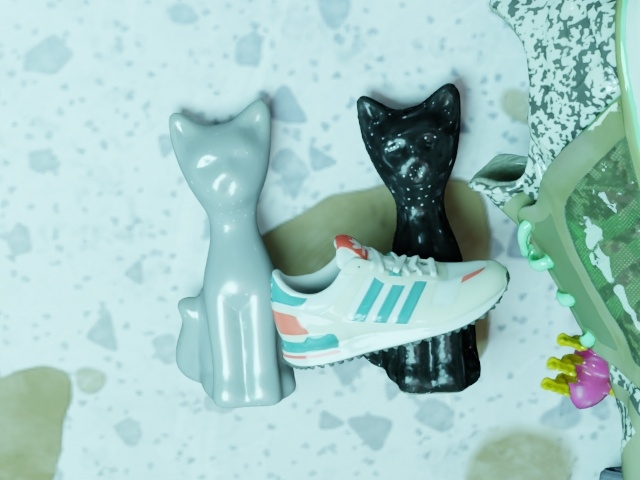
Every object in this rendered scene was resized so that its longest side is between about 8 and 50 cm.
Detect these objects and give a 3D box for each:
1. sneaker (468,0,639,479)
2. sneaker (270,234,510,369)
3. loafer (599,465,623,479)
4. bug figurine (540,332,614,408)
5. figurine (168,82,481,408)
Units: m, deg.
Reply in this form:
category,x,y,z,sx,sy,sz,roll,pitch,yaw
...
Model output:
category,x,y,z,sx,sy,sz,roll,pitch,yaw
sneaker,0.193,-0.010,1.287,0.182,0.158,0.410,7,112,30
sneaker,0.043,0.029,1.284,0.161,0.057,0.075,-17,107,4
loafer,0.353,0.229,1.442,0.302,0.109,0.095,7,88,2
bug figurine,0.278,0.050,1.388,0.279,0.072,0.216,22,103,-8
figurine,0.000,0.000,1.346,0.215,0.092,0.209,-4,105,-2
